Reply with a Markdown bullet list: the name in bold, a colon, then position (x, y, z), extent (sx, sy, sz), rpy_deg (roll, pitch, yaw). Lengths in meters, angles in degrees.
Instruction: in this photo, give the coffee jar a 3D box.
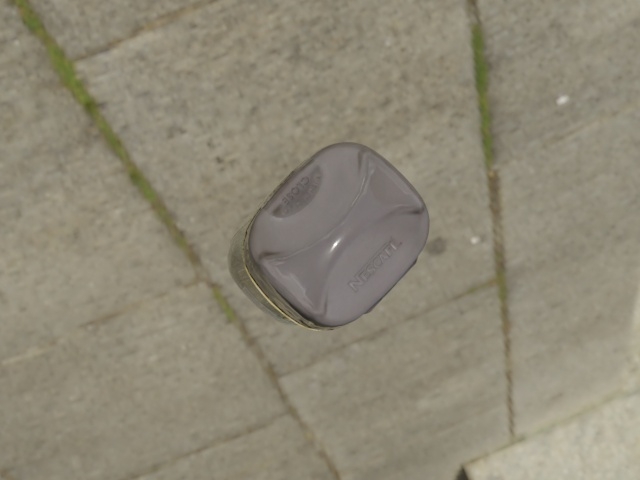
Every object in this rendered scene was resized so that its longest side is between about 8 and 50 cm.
- **coffee jar**: position (0.000, 0.000, 0.725), extent (0.096, 0.079, 0.184), rpy_deg (-47, -176, -7)
